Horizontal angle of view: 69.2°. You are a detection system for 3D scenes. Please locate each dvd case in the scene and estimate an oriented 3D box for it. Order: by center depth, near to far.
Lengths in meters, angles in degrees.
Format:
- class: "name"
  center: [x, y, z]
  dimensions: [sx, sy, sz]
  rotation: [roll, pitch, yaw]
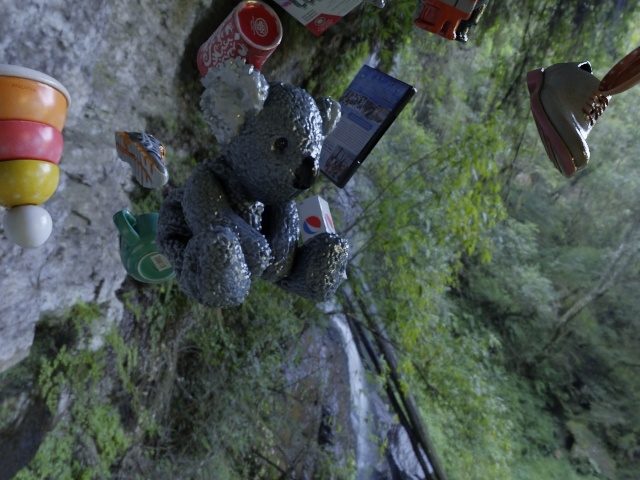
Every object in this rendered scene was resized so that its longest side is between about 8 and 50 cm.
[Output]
- class: "dvd case"
  center: [0.073, -0.252, 1.012]
  dimensions: [0.022, 0.253, 0.180]
  rotation: [28, 13, -44]

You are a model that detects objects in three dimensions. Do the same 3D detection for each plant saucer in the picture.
- class: "plant saucer"
  center: [0.354, -0.194, 0.521]
  dimensions: [0.013, 0.083, 0.083]
  rotation: [42, 2, -8]

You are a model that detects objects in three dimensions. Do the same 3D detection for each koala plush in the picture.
- class: "koala plush"
  center: [-0.069, -0.070, 0.502]
  dimensions: [0.196, 0.221, 0.203]
  rotation: [2, 25, -45]

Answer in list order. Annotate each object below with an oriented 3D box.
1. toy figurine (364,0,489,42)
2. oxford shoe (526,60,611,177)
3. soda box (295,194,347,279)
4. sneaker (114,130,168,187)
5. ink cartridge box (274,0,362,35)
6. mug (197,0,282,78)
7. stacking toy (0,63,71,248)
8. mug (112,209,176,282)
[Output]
- class: "toy figurine"
  center: [0.120, -0.346, 0.557]
  dimensions: [0.213, 0.148, 0.209]
  rotation: [30, 29, 13]
- class: "oxford shoe"
  center: [0.467, -0.249, 0.860]
  dimensions: [0.130, 0.348, 0.123]
  rotation: [-16, -52, 30]
- class: "soda box"
  center: [0.000, 0.000, 1.161]
  dimensions: [0.069, 0.215, 0.074]
  rotation: [-20, -19, 16]
- class: "sneaker"
  center: [-0.375, -0.186, 1.012]
  dimensions: [0.083, 0.084, 0.215]
  rotation: [-15, 44, -37]
- class: "ink cartridge box"
  center: [-0.024, -0.478, 0.800]
  dimensions: [0.128, 0.127, 0.176]
  rotation: [-25, -25, 34]
- class: "mug"
  center: [-0.138, -0.346, 0.868]
  dimensions: [0.150, 0.113, 0.169]
  rotation: [56, -30, -13]
- class: "stacking toy"
  center: [-0.866, -0.210, 1.302]
  dimensions: [0.351, 0.478, 0.350]
  rotation: [-12, -5, -1]
- class: "mug"
  center: [-0.345, 0.020, 0.928]
  dimensions: [0.158, 0.129, 0.097]
  rotation: [13, 29, -35]
